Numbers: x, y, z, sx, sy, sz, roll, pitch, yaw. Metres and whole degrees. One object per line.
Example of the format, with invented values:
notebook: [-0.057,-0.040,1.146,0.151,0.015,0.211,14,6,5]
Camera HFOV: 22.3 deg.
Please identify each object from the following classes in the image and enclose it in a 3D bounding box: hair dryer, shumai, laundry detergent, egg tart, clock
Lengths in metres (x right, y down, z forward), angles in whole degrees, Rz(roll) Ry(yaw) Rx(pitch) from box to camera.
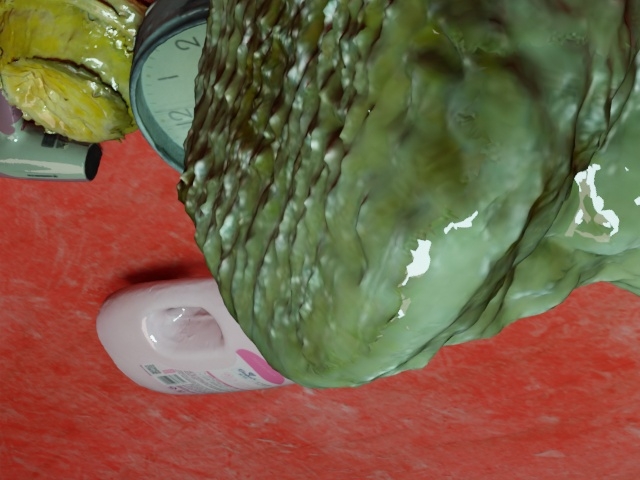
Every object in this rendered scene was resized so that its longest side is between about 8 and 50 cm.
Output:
hair dryer: [-0.262,-0.111,1.420,0.106,0.054,0.154,7,144,19]
shumai: [0.116,-0.091,0.915,0.323,0.397,0.324,9,131,-22]
laundry detergent: [-0.070,0.086,1.575,0.335,0.088,0.159,-11,137,44]
egg tart: [-0.194,-0.135,1.300,0.191,0.074,0.191,19,154,10]
clock: [-0.032,-0.106,1.205,0.226,0.049,0.226,6,143,5]
